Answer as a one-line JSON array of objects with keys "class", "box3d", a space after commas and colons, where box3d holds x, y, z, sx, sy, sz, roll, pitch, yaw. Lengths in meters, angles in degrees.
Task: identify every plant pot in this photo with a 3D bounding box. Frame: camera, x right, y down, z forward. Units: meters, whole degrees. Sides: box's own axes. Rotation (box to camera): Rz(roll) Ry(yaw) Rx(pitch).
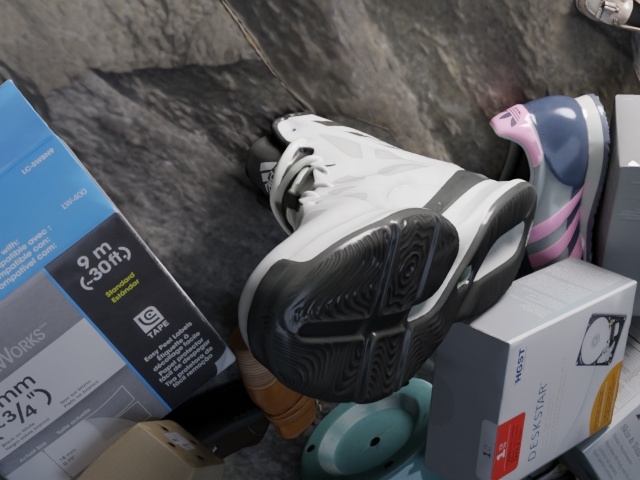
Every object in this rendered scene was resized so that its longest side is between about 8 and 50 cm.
[{"class": "plant pot", "box3d": [0.116, 0.306, 1.340, 0.272, 0.272, 0.255, -36, 114, -8]}, {"class": "plant pot", "box3d": [-0.154, 0.230, 1.108, 0.096, 0.109, 0.109, -57, 160, 6]}]

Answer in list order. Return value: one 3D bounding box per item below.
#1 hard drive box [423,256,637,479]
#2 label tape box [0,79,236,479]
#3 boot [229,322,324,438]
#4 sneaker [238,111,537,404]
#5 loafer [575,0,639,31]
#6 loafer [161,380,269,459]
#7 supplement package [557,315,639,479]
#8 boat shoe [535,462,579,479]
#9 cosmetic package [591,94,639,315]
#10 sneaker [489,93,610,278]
[{"class": "hard drive box", "box3d": [0.219, 0.138, 1.223, 0.232, 0.089, 0.181, -19, 121, -42]}, {"class": "label tape box", "box3d": [-0.267, 0.062, 1.070, 0.241, 0.106, 0.333, -39, 129, -6]}, {"class": "boot", "box3d": [-0.011, 0.102, 1.246, 0.197, 0.073, 0.152, -45, 134, -25]}, {"class": "sneaker", "box3d": [0.000, 0.001, 1.058, 0.447, 0.258, 0.169, -20, 127, -58]}, {"class": "loafer", "box3d": [0.335, -0.251, 1.278, 0.125, 0.039, 0.045, 10, 112, -33]}, {"class": "loafer", "box3d": [-0.145, 0.225, 1.246, 0.220, 0.080, 0.078, -18, 123, -21]}, {"class": "supplement package", "box3d": [0.392, 0.170, 1.446, 0.263, 0.198, 0.199, -40, 129, -4]}, {"class": "boat shoe", "box3d": [0.354, 0.339, 1.585, 0.277, 0.098, 0.096, -26, 127, -14]}, {"class": "cosmetic package", "box3d": [0.364, -0.034, 1.315, 0.107, 0.127, 0.238, 2, 137, 8]}, {"class": "sneaker", "box3d": [0.237, -0.015, 1.330, 0.131, 0.112, 0.319, -4, 116, -9]}]
